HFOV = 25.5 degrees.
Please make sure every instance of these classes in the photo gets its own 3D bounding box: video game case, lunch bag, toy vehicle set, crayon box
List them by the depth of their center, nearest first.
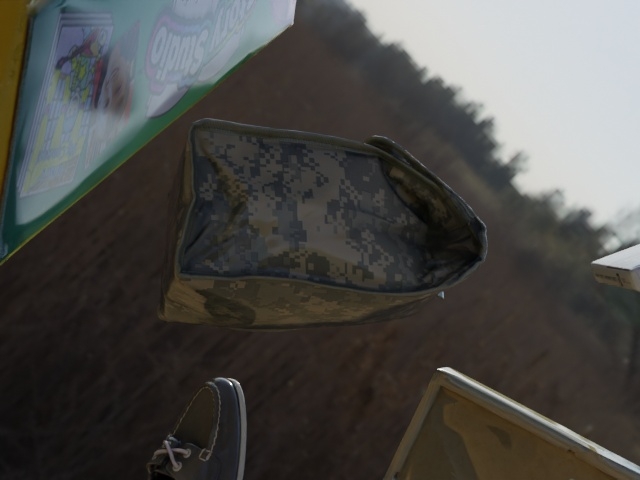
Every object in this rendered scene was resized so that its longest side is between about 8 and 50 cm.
[{"bbox_3d":[-0.195,-0.136,0.605,0.313,0.106,0.363,15,24,9],"label":"crayon box"},{"bbox_3d":[0.148,0.204,0.783,0.267,0.166,0.035,27,4,18],"label":"toy vehicle set"},{"bbox_3d":[0.326,-0.002,1.151,0.173,0.190,0.022,-44,114,-89],"label":"video game case"},{"bbox_3d":[0.000,0.000,1.337,0.287,0.169,0.235,7,-14,-8],"label":"lunch bag"}]

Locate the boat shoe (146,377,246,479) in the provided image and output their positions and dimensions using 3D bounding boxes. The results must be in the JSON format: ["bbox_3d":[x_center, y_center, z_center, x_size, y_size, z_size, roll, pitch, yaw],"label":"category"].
[{"bbox_3d":[-0.168,0.312,1.581,0.095,0.335,0.112,18,-6,-34],"label":"boat shoe"}]
